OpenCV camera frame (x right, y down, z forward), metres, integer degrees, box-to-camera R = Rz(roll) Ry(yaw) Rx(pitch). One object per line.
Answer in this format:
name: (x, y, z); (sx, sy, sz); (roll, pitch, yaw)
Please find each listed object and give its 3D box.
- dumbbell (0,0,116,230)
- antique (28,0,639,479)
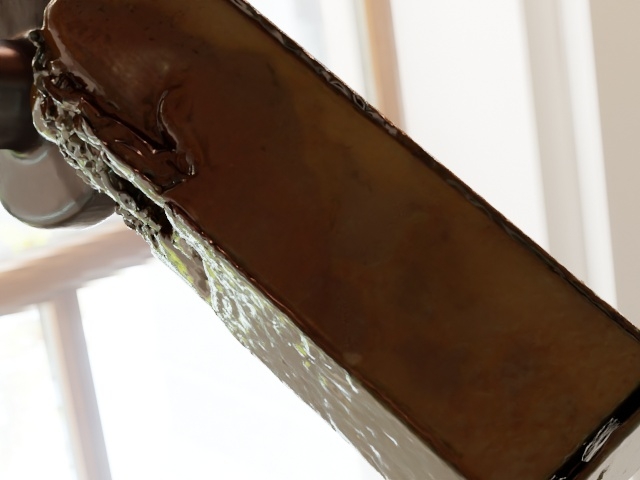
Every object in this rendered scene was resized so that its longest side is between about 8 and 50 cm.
dumbbell: (-0.198, -0.072, 0.926); (0.225, 0.140, 0.124); (-2, 150, -44)
antique: (0.000, 0.000, 0.800); (0.093, 0.087, 0.310); (-42, -109, -17)
